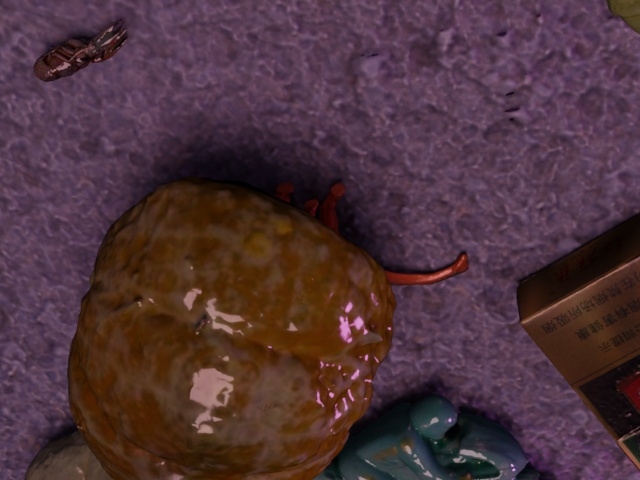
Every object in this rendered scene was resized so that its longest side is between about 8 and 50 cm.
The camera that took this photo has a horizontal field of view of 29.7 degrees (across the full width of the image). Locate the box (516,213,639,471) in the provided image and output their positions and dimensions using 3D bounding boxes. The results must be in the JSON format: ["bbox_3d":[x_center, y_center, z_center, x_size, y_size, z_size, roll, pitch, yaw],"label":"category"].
[{"bbox_3d":[0.311,0.103,1.117,0.159,0.071,0.240,-34,112,20],"label":"box"}]

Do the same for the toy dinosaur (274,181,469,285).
[{"bbox_3d":[0.001,-0.004,1.100,0.279,0.055,0.101,5,130,1],"label":"toy dinosaur"}]

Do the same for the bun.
[{"bbox_3d":[-0.218,0.282,1.249,0.195,0.118,0.195,5,124,7],"label":"bun"}]

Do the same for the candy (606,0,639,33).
[{"bbox_3d":[0.223,-0.308,0.895,0.093,0.092,0.336,1,119,49],"label":"candy"}]

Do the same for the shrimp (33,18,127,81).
[{"bbox_3d":[-0.202,-0.162,1.037,0.092,0.038,0.029,-21,82,15],"label":"shrimp"}]

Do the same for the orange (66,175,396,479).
[{"bbox_3d":[-0.088,0.125,1.058,0.270,0.210,0.369,16,132,-11],"label":"orange"}]

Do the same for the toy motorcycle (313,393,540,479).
[{"bbox_3d":[0.091,0.246,1.204,0.296,0.109,0.198,-9,116,10],"label":"toy motorcycle"}]
